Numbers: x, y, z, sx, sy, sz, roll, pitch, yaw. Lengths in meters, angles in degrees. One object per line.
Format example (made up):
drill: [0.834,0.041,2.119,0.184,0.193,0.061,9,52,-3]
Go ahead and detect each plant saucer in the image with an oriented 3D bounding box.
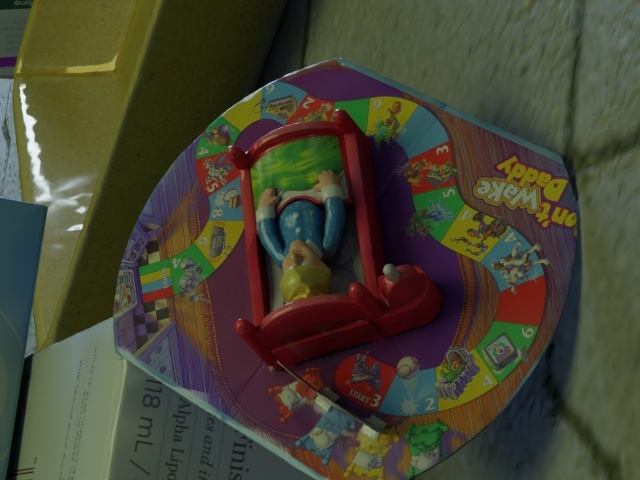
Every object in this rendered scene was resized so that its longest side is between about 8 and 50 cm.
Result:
plant saucer: [-0.089,-0.148,1.024,0.333,0.081,0.333,-110,36,-55]

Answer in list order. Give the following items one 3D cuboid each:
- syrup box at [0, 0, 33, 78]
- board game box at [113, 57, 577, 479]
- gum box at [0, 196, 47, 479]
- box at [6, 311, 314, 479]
syrup box: [-0.205,-0.239,1.282,0.093,0.096,0.237,-108,19,-53]
board game box: [0.000,0.000,0.598,0.168,0.033,0.133,28,78,34]
gum box: [-0.206,0.060,0.758,0.041,0.157,0.184,127,150,-60]
box: [-0.059,0.134,0.717,0.182,0.119,0.181,157,123,-67]
